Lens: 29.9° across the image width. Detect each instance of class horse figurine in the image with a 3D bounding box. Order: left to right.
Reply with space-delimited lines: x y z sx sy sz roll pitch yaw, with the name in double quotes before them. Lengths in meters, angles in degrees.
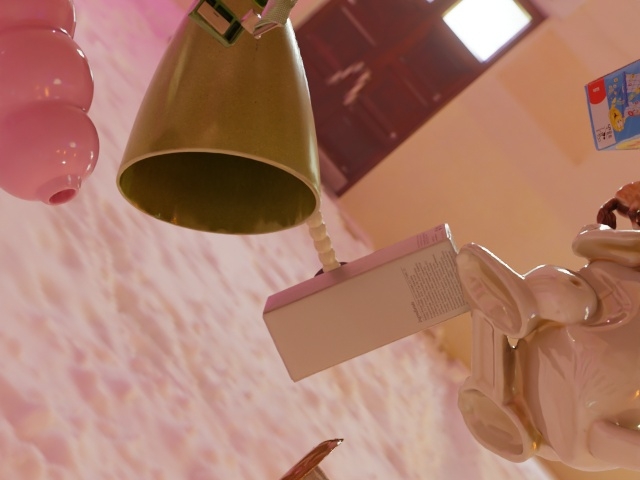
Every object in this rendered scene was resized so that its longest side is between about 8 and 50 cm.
"horse figurine" 0.542 -0.048 1.876 0.174 0.263 0.066 -109 -167 -56

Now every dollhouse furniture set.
"dollhouse furniture set" -0.075 -0.253 1.258 0.058 0.076 0.151 41 -24 -21

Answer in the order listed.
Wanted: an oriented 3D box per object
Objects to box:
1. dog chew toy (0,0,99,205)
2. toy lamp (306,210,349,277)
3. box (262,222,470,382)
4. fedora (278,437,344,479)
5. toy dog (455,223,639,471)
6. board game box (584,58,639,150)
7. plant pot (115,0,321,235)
"dog chew toy" -0.359 -0.192 1.395 0.332 0.206 0.206 63 12 17
"toy lamp" 0.000 0.000 1.902 0.080 0.080 0.275 -117 -176 -59
"box" 0.067 0.083 1.622 0.094 0.275 0.113 -79 147 -75
"fedora" -0.029 0.253 1.008 0.079 0.194 0.194 45 7 10
"toy dog" 0.421 0.112 1.511 0.395 0.407 0.285 26 -52 61
"board game box" 0.525 -0.186 1.392 0.302 0.308 0.086 156 -72 -63
"plant pot" -0.123 -0.194 1.653 0.275 0.274 0.294 38 51 -54
